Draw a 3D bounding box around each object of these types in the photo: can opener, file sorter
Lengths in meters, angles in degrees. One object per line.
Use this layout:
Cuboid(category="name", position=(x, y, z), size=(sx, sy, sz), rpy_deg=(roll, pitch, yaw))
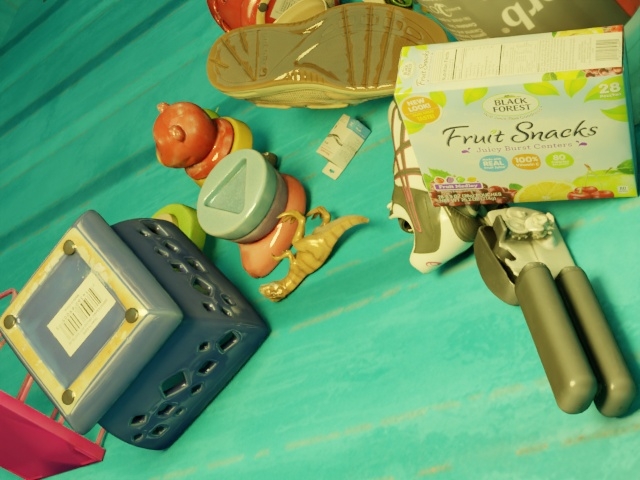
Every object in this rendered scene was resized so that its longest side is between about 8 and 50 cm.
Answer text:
Cuboid(category="can opener", position=(0.218, 0.062, 1.001), size=(0.280, 0.074, 0.093), rpy_deg=(-103, 21, -54))
Cuboid(category="file sorter", position=(-0.463, 0.199, 1.567), size=(0.202, 0.290, 0.182), rpy_deg=(-23, 40, 41))

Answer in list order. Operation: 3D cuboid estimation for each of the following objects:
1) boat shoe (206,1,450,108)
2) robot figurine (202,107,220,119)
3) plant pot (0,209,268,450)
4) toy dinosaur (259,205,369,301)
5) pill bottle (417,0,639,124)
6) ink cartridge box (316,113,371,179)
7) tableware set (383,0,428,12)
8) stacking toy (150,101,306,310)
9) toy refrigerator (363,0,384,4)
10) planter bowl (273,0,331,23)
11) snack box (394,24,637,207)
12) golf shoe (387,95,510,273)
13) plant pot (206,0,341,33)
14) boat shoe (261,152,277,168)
Cuboid(category="boat shoe", position=(0.020, -0.235, 1.404), size=(0.341, 0.110, 0.122), rpy_deg=(3, 78, 27))
Cuboid(category="robot figurine", position=(-0.209, -0.177, 1.799), size=(0.115, 0.067, 0.101), rpy_deg=(-38, 45, 24))
Cuboid(category="plant pot", position=(-0.252, 0.109, 1.354), size=(0.236, 0.212, 0.236), rpy_deg=(-49, 63, 10))
Cuboid(category="toy dinosaur", position=(0.000, 0.000, 1.366), size=(0.211, 0.064, 0.112), rpy_deg=(-45, 49, 32))
Cuboid(category="pill bottle", position=(0.206, -0.276, 1.041), size=(0.210, 0.363, 0.210), rpy_deg=(-35, 35, 30))
Cuboid(category="ink cartridge box", position=(0.027, -0.130, 1.469), size=(0.083, 0.028, 0.048), rpy_deg=(-55, 31, 0))
Cuboid(category="tableware set", position=(0.117, -0.302, 1.456), size=(0.154, 0.104, 0.024), rpy_deg=(-52, -4, -44))
Cuboid(category="stacking toy", position=(-0.186, -0.045, 1.523), size=(0.280, 0.130, 0.309), rpy_deg=(-54, 42, 6))
Cuboid(category="toy refrigerator", position=(0.112, -0.472, 1.631), size=(0.102, 0.094, 0.270), rpy_deg=(-38, 33, 37))
Cuboid(category="planter bowl", position=(-0.014, -0.265, 1.578), size=(0.162, 0.109, 0.162), rpy_deg=(-32, 39, 31))
Cuboid(category="snack box", position=(0.192, -0.113, 1.017), size=(0.207, 0.174, 0.070), rpy_deg=(-3, 53, 19))
Cuboid(category="golf shoe", position=(0.114, -0.078, 1.234), size=(0.120, 0.105, 0.273), rpy_deg=(-50, 30, 22))
Cuboid(category="plant pot", position=(-0.072, -0.384, 1.705), size=(0.191, 0.191, 0.174), rpy_deg=(-49, 38, 10))
Cuboid(category="boat shoe", position=(-0.118, -0.104, 1.629), size=(0.142, 0.049, 0.040), rpy_deg=(-8, 46, 43))
